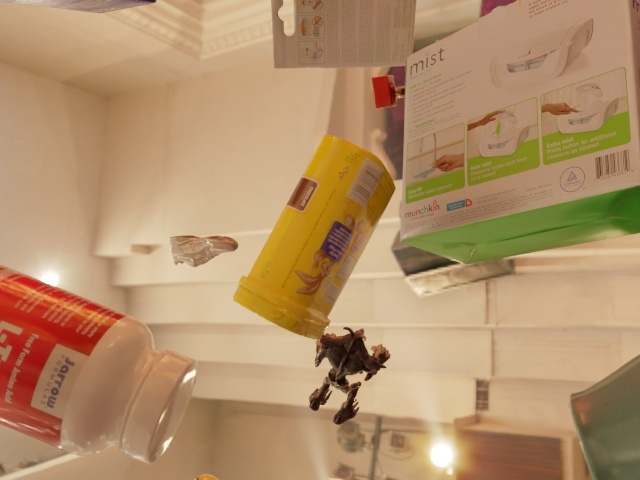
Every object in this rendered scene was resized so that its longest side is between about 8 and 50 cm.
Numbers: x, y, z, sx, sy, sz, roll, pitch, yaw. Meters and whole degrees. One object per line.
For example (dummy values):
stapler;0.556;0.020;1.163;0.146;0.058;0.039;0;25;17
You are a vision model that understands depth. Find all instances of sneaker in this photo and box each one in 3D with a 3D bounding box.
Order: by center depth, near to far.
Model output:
sneaker;-0.222;0.020;1.306;0.053;0.152;0.061;-6;-85;-63

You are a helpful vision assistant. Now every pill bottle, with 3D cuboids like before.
pill bottle;-0.418;0.199;1.084;0.229;0.407;0.229;20;-90;-85

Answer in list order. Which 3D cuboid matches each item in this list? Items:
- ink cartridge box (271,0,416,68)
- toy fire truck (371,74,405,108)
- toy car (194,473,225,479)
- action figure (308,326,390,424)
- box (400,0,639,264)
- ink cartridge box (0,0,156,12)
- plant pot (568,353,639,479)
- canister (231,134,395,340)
ink cartridge box;0.029;-0.289;0.847;0.045;0.179;0.145;-91;1;-54
toy fire truck;0.161;-0.238;1.059;0.192;0.135;0.047;-32;-66;-70
toy car;-0.132;0.555;1.278;0.053;0.225;0.239;-36;-54;-22
action figure;0.054;0.257;1.430;0.141;0.164;0.276;-59;-11;-50
box;0.217;-0.116;0.698;0.127;0.262;0.231;19;-114;-39
ink cartridge box;-0.362;-0.445;0.860;0.395;0.151;0.270;-14;-72;-50
plant pot;0.472;0.252;0.866;0.271;0.255;0.272;53;-155;-37
canister;0.000;0.000;0.635;0.170;0.073;0.126;-62;-18;-4
